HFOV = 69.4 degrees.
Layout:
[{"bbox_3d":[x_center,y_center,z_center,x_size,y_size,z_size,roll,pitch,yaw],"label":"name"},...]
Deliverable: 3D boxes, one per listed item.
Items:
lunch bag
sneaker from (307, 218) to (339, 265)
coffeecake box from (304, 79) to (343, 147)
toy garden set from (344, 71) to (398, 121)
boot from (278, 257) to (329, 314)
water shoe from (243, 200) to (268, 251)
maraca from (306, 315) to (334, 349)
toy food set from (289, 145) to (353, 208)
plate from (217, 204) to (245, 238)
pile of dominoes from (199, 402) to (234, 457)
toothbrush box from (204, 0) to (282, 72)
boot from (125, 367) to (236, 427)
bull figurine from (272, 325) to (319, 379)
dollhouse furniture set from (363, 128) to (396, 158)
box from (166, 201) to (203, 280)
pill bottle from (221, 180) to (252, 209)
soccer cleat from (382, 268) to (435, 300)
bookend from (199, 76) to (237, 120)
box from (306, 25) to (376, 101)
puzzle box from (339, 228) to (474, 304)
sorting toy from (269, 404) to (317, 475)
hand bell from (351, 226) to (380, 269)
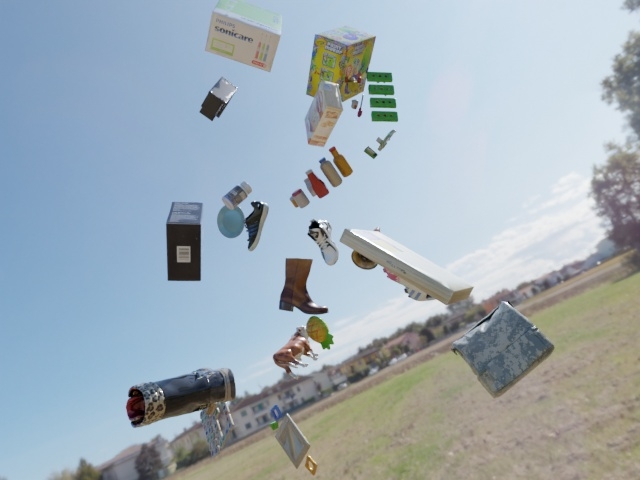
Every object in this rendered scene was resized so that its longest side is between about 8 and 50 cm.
[{"bbox_3d":[0.691,0.408,1.768,0.305,0.256,0.212,-39,-28,0],"label":"lunch bag"},{"bbox_3d":[0.000,0.000,2.172,0.094,0.235,0.153,-20,-24,34],"label":"sneaker"},{"bbox_3d":[0.008,-0.458,1.684,0.068,0.143,0.185,7,-37,-21],"label":"coffeecake box"},{"bbox_3d":[0.206,-0.590,1.924,0.203,0.245,0.049,0,-22,-6],"label":"toy garden set"},{"bbox_3d":[-0.070,0.235,2.374,0.263,0.281,0.096,7,-10,13],"label":"boot"},{"bbox_3d":[-0.269,-0.059,1.824,0.080,0.203,0.073,16,8,-18],"label":"water shoe"},{"bbox_3d":[-0.003,0.455,2.285,0.099,0.186,0.127,-15,-37,-45],"label":"maraca"},{"bbox_3d":[-0.020,-0.196,1.487,0.232,0.105,0.111,-28,19,21],"label":"toy food set"},{"bbox_3d":[-0.478,-0.105,2.495,0.188,0.188,0.024,-33,-13,24],"label":"plate"},{"bbox_3d":[-0.407,0.668,1.731,0.040,0.251,0.196,14,-70,-33],"label":"pile of dominoes"},{"bbox_3d":[-0.237,-0.665,1.472,0.206,0.283,0.122,14,-56,-15],"label":"toothbrush box"},{"bbox_3d":[-0.468,0.498,1.472,0.284,0.138,0.377,-2,-14,-39],"label":"boot"},{"bbox_3d":[-0.113,0.561,2.354,0.310,0.188,0.101,-35,-25,-50],"label":"bull figurine"},{"bbox_3d":[0.249,-0.417,1.946,0.076,0.058,0.152,-47,-4,-42],"label":"dollhouse furniture set"},{"bbox_3d":[-0.734,0.000,2.531,0.178,0.312,0.344,1,-65,-13],"label":"box"},{"bbox_3d":[-0.397,-0.217,2.210,0.137,0.078,0.078,-45,-9,-22],"label":"pill bottle"},{"bbox_3d":[0.369,0.140,1.819,0.143,0.116,0.331,0,-30,39],"label":"soccer cleat"},{"bbox_3d":[-0.396,-0.505,1.727,0.156,0.072,0.157,-45,20,34],"label":"bookend"},{"bbox_3d":[0.095,-0.830,2.189,0.290,0.177,0.279,-42,-28,-45],"label":"box"},{"bbox_3d":[0.288,0.077,1.535,0.272,0.408,0.052,3,-65,-58],"label":"puzzle box"},{"bbox_3d":[-0.118,0.900,2.084,0.047,0.347,0.196,-10,-47,-42],"label":"sorting toy"},{"bbox_3d":[0.233,0.011,2.121,0.126,0.126,0.242,-39,14,40],"label":"hand bell"}]
